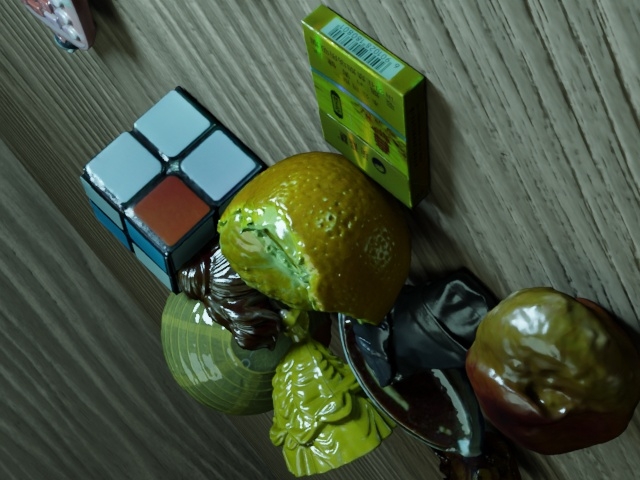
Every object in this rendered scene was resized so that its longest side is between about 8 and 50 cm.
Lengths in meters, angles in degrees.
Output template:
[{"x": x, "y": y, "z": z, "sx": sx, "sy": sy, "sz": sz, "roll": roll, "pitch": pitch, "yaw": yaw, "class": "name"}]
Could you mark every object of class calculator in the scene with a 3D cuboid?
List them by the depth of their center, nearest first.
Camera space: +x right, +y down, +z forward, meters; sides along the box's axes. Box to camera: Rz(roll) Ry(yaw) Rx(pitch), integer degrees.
[{"x": -0.374, "y": -0.377, "z": 1.449, "sx": 0.220, "sy": 0.048, "sz": 0.329, "roll": 35, "pitch": 155, "yaw": 34, "class": "calculator"}]

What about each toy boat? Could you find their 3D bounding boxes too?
[{"x": 0.114, "y": 0.157, "z": 1.436, "sx": 0.262, "sy": 0.114, "sz": 0.115, "roll": 47, "pitch": -160, "yaw": 3, "class": "toy boat"}]

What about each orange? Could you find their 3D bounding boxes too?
[{"x": 0.005, "y": -0.004, "z": 1.195, "sx": 0.179, "sy": 0.158, "sz": 0.237, "roll": 47, "pitch": 167, "yaw": -14, "class": "orange"}]

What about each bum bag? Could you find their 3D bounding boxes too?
[{"x": 0.114, "y": 0.103, "z": 1.283, "sx": 0.248, "sy": 0.060, "sz": 0.123, "roll": -24, "pitch": 105, "yaw": 48, "class": "bum bag"}]

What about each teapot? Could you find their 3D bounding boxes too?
[{"x": -0.352, "y": -0.298, "z": 1.618, "sx": 0.063, "sy": 0.049, "sz": 0.083, "roll": 50, "pitch": 165, "yaw": -12, "class": "teapot"}]

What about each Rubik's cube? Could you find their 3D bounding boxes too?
[{"x": -0.188, "y": -0.063, "z": 1.529, "sx": 0.167, "sy": 0.180, "sz": 0.183, "roll": 42, "pitch": 162, "yaw": 12, "class": "Rubik's cube"}]

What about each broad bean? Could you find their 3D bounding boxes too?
[{"x": 0.208, "y": 0.121, "z": 1.041, "sx": 0.156, "sy": 0.122, "sz": 0.228, "roll": 44, "pitch": 168, "yaw": 18, "class": "broad bean"}]

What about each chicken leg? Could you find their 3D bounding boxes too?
[{"x": 0.175, "y": 0.271, "z": 1.605, "sx": 0.304, "sy": 0.093, "sz": 0.113, "roll": 41, "pitch": 148, "yaw": 51, "class": "chicken leg"}]

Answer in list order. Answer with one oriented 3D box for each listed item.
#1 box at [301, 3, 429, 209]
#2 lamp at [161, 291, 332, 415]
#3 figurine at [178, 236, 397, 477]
[{"x": 0.044, "y": -0.116, "z": 1.052, "sx": 0.121, "sy": 0.030, "sz": 0.193, "roll": 40, "pitch": 163, "yaw": 24, "class": "box"}, {"x": -0.114, "y": 0.131, "z": 1.694, "sx": 0.250, "sy": 0.250, "sz": 0.284, "roll": 50, "pitch": 167, "yaw": -12, "class": "lamp"}, {"x": -0.041, "y": 0.125, "z": 1.489, "sx": 0.315, "sy": 0.168, "sz": 0.187, "roll": 62, "pitch": -168, "yaw": -7, "class": "figurine"}]
